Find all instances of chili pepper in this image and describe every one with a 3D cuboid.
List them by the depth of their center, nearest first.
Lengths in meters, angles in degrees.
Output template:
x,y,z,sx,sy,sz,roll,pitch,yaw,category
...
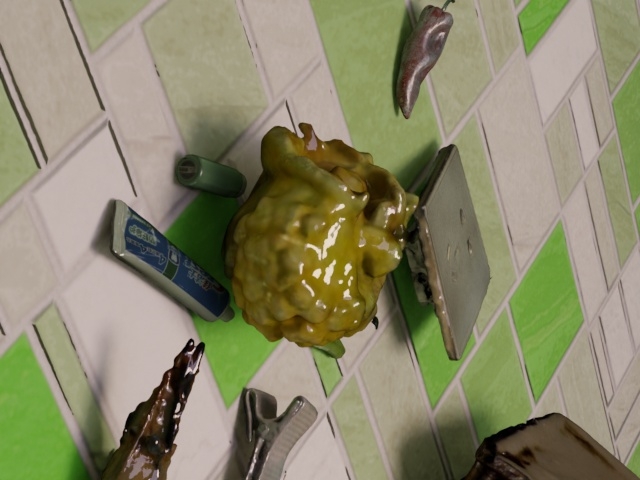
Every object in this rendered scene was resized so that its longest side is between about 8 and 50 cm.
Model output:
x,y,z,sx,sy,sz,roll,pitch,yaw,category
0.115,-0.212,1.876,0.050,0.041,0.153,28,84,-35,chili pepper

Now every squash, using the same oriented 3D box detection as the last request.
x,y,z,sx,sy,sz,roll,pitch,yaw,category
0.003,0.104,1.736,0.089,0.027,0.027,33,65,-57,squash

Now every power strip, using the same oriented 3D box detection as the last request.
x,y,z,sx,sy,sz,roll,pitch,yaw,category
0.133,0.016,1.900,0.213,0.065,0.198,-58,138,-59,power strip

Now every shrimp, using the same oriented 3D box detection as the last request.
x,y,z,sx,sy,sz,roll,pitch,yaw,category
-0.158,0.209,1.449,0.262,0.066,0.117,-67,160,-5,shrimp

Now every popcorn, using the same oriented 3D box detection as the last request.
x,y,z,sx,sy,sz,roll,pitch,yaw,category
-0.001,-0.001,1.560,0.218,0.169,0.189,-47,161,-73,popcorn

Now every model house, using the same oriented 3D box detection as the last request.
x,y,z,sx,sy,sz,roll,pitch,yaw,category
0.251,0.394,1.964,0.282,0.297,0.317,-49,164,23,model house

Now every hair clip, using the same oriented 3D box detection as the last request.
x,y,z,sx,sy,sz,roll,pitch,yaw,category
-0.055,0.260,1.621,0.159,0.071,0.218,41,62,-55,hair clip

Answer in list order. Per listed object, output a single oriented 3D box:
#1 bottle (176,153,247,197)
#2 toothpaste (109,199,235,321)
x,y,z,sx,sy,sz,roll,pitch,yaw,category
-0.101,-0.059,1.546,0.083,0.030,0.030,16,79,-59,bottle
-0.133,0.029,1.500,0.197,0.035,0.057,43,41,-49,toothpaste
